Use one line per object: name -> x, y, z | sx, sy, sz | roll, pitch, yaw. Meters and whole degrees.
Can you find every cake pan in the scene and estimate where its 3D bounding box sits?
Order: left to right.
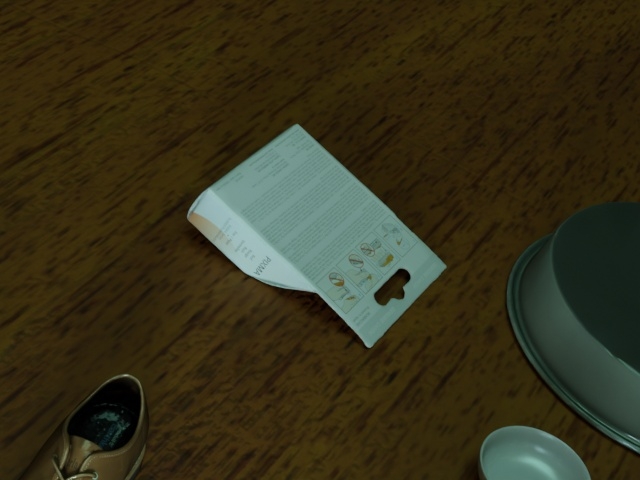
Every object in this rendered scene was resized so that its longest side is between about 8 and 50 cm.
cake pan -> 0.301, 0.069, 1.121 | 0.293, 0.054, 0.293 | 12, 39, -10

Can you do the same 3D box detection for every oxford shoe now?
oxford shoe -> -0.158, 0.158, 0.799 | 0.076, 0.076, 0.212 | 22, 40, 0

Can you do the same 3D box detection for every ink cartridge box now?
ink cartridge box -> 0.000, 0.000, 1.102 | 0.179, 0.045, 0.145 | 45, 41, 3

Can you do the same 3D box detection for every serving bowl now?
serving bowl -> 0.148, 0.171, 0.952 | 0.083, 0.027, 0.083 | 13, 38, -10
